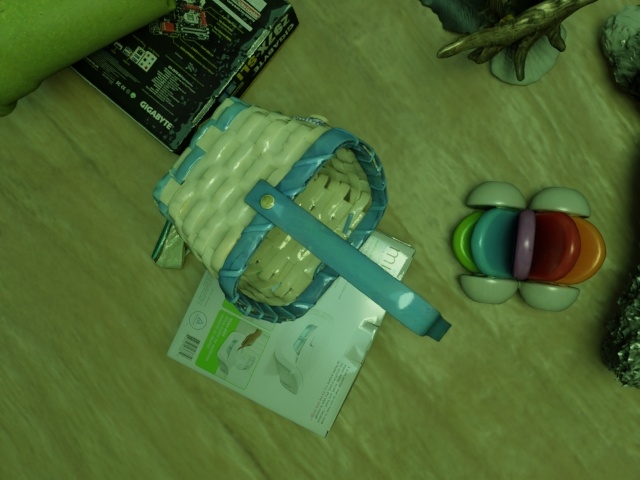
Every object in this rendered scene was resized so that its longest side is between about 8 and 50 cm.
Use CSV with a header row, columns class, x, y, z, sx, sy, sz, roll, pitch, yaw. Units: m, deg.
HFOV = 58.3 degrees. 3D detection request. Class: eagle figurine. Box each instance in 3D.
class,x,y,z,sx,sy,sz,roll,pitch,yaw
eagle figurine,0.222,-0.365,0.721,0.226,0.225,0.298,3,55,-30

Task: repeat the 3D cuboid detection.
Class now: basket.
class,x,y,z,sx,sy,sz,roll,pitch,yaw
basket,0.000,0.000,0.567,0.289,0.255,0.201,41,90,18

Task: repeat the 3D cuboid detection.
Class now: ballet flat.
class,x,y,z,sx,sy,sz,roll,pitch,yaw
ballet flat,-0.191,-0.038,0.822,0.052,0.057,0.168,20,96,-21

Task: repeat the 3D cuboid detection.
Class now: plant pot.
class,x,y,z,sx,sy,sz,roll,pitch,yaw
plant pot,-0.320,-0.318,0.671,0.254,0.276,0.276,-22,87,-6

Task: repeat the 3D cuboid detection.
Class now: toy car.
class,x,y,z,sx,sy,sz,roll,pitch,yaw
toy car,0.259,0.007,0.717,0.182,0.136,0.159,7,91,7

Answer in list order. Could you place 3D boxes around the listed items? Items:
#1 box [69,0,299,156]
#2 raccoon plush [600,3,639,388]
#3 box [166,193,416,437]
class,x,y,z,sx,sy,sz,roll,pitch,yaw
box,-0.234,-0.312,0.810,0.322,0.079,0.257,39,92,6
raccoon plush,0.407,-0.029,0.718,0.299,0.216,0.446,-38,57,18
box,-0.032,0.078,0.757,0.231,0.127,0.262,25,92,6
